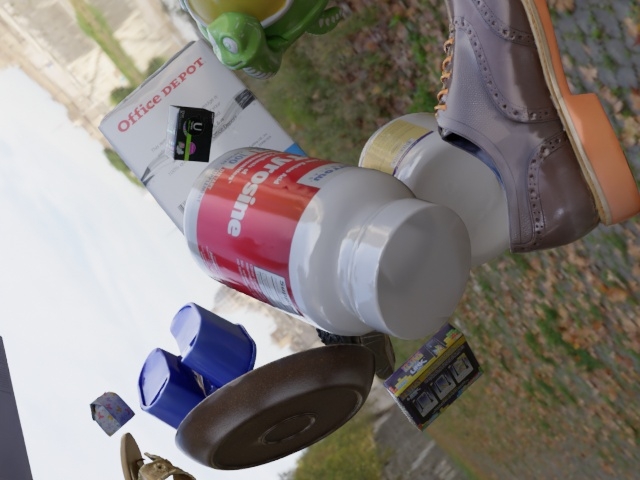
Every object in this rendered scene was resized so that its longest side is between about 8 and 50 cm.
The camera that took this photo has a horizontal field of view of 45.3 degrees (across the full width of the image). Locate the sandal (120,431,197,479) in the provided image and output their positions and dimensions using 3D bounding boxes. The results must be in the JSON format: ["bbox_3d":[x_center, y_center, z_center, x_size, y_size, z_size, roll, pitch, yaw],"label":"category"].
[{"bbox_3d":[-0.179,0.305,0.895,0.240,0.079,0.088,-118,7,-59],"label":"sandal"}]

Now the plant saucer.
[{"bbox_3d":[-0.052,0.251,1.096,0.050,0.310,0.310,64,-176,29],"label":"plant saucer"}]

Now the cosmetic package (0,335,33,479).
[{"bbox_3d":[-0.741,0.381,1.552,0.385,0.217,0.156,62,-172,31],"label":"cosmetic package"}]

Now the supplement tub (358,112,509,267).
[{"bbox_3d":[0.203,-0.102,1.376,0.241,0.241,0.331,51,-179,-18],"label":"supplement tub"}]

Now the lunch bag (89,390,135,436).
[{"bbox_3d":[-0.454,0.370,1.655,0.083,0.053,0.071,49,-163,0],"label":"lunch bag"}]

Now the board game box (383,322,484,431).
[{"bbox_3d":[0.214,0.258,1.442,0.048,0.170,0.141,38,166,48],"label":"board game box"}]

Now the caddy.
[{"bbox_3d":[-0.245,0.276,1.601,0.179,0.241,0.341,35,179,-19],"label":"caddy"}]

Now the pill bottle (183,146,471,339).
[{"bbox_3d":[0.000,0.000,1.087,0.408,0.229,0.229,17,152,48],"label":"pill bottle"}]

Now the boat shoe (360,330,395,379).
[{"bbox_3d":[0.109,0.194,1.443,0.045,0.050,0.135,-50,-51,-63],"label":"boat shoe"}]

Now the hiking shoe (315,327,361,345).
[{"bbox_3d":[0.054,0.224,1.507,0.114,0.086,0.227,-28,-66,-61],"label":"hiking shoe"}]

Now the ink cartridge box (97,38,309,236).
[{"bbox_3d":[-0.214,-0.168,1.578,0.395,0.285,0.166,50,180,13],"label":"ink cartridge box"}]

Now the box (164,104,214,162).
[{"bbox_3d":[-0.212,-0.172,1.239,0.062,0.083,0.052,1,-165,-30],"label":"box"}]

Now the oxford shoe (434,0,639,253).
[{"bbox_3d":[0.152,-0.162,0.706,0.363,0.133,0.130,67,-167,12],"label":"oxford shoe"}]

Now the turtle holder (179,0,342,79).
[{"bbox_3d":[-0.117,-0.383,1.085,0.243,0.320,0.227,19,166,26],"label":"turtle holder"}]
